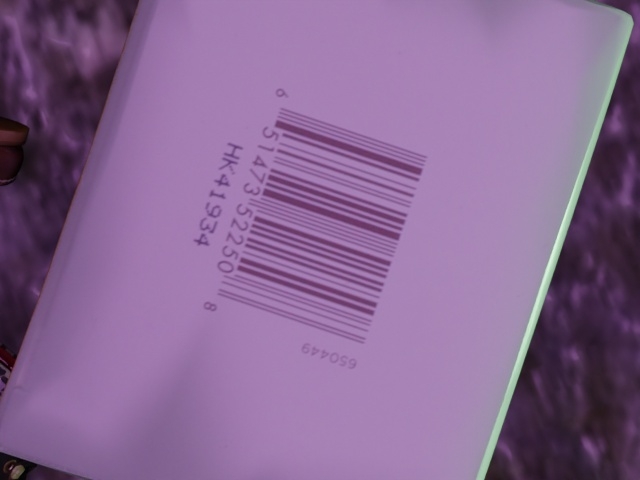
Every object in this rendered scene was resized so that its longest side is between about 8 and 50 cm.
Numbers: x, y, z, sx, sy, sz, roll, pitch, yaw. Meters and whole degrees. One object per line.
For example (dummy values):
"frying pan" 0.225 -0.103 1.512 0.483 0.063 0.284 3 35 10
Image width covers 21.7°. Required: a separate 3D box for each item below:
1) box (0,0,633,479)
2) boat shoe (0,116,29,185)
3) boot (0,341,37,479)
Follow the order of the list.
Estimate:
"box" 0.000 0.000 0.732 0.168 0.345 0.215 18 89 2
"boat shoe" -0.256 -0.047 0.877 0.207 0.073 0.073 10 97 9
"boot" -0.180 0.162 0.862 0.236 0.085 0.178 42 87 2
